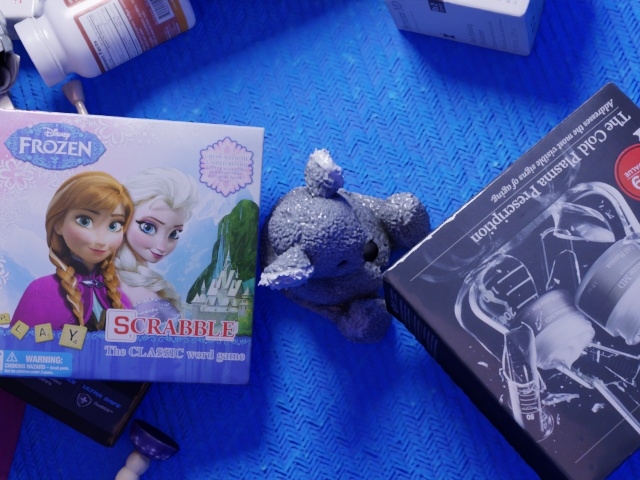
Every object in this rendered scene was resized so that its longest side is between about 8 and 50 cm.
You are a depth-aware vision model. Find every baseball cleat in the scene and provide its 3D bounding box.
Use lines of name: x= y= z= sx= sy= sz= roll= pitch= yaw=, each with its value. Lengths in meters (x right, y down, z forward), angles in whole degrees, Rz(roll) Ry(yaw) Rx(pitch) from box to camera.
baseball cleat: x=-0.468 y=-0.235 z=1.498 sx=0.072 sy=0.206 sz=0.109 roll=-21 pitch=86 yaw=-33

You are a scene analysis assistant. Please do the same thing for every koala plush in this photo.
koala plush: x=0.000 y=0.000 z=1.317 sx=0.203 sy=0.221 sz=0.196 roll=21 pitch=86 yaw=15

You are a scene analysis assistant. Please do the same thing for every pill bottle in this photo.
pill bottle: x=-0.285 y=-0.291 z=1.464 sx=0.216 sy=0.121 sz=0.121 roll=-28 pitch=75 yaw=-7

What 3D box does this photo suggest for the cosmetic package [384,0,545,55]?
cosmetic package: x=0.187 y=-0.337 z=1.371 sx=0.184 sy=0.151 sz=0.151 roll=15 pitch=84 yaw=16

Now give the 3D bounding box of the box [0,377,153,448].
box: x=-0.312 y=0.063 z=1.399 sx=0.296 sy=0.073 sz=0.293 roll=33 pitch=89 yaw=-10

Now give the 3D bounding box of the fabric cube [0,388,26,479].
fabric cube: x=-0.559 y=0.270 z=1.377 sx=0.254 sy=0.258 sz=0.259 roll=10 pitch=83 yaw=14

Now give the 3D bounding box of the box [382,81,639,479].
box: x=0.298 y=0.062 z=1.234 sx=0.343 sy=0.179 sz=0.312 roll=-40 pitch=75 yaw=-7

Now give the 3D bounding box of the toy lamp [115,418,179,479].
toy lamp: x=-0.279 y=0.360 z=1.393 sx=0.080 sy=0.080 sz=0.274 roll=34 pitch=88 yaw=16

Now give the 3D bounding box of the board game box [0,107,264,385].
board game box: x=-0.235 y=0.010 z=1.338 sx=0.319 sy=0.066 sz=0.317 roll=3 pitch=91 yaw=-10

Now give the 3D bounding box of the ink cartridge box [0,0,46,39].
ink cartridge box: x=-0.475 y=-0.375 z=1.553 sx=0.237 sy=0.100 sz=0.171 roll=2 pitch=81 yaw=14

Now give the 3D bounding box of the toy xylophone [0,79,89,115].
toy xylophone: x=-0.391 y=-0.077 z=1.489 sx=0.236 sy=0.081 sz=0.322 roll=-19 pitch=75 yaw=-4
